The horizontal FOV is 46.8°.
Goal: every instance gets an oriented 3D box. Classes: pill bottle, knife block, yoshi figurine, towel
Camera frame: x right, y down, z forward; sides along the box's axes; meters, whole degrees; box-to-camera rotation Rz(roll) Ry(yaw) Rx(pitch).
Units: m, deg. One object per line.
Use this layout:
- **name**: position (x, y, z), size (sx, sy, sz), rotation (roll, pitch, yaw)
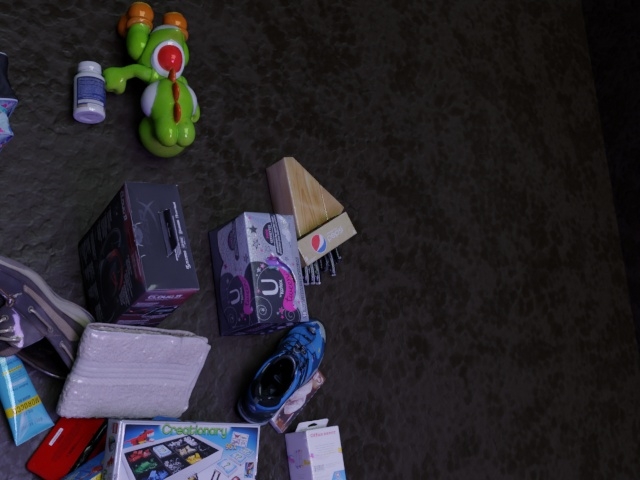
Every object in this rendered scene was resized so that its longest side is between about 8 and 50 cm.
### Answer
- **pill bottle**: position (-0.492, -0.316, 1.573), size (0.067, 0.067, 0.120), rotation (7, 70, -36)
- **knife block**: position (-0.057, -0.030, 1.799), size (0.275, 0.088, 0.242), rotation (44, 52, -19)
- **yoshi figurine**: position (-0.361, -0.334, 1.650), size (0.203, 0.203, 0.362), rotation (58, 16, -62)
- **towel**: position (-0.347, 0.255, 1.411), size (0.282, 0.049, 0.187), rotation (13, 103, -46)

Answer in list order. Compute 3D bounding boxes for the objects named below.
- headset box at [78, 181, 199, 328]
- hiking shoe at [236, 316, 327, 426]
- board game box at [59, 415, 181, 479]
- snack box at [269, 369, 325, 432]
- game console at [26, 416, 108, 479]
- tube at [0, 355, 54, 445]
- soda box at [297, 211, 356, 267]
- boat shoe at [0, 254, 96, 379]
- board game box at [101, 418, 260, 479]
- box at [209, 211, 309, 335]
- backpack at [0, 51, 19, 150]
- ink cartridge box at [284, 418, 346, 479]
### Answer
- **headset box**: position (-0.344, 0.039, 1.396), size (0.110, 0.293, 0.218), rotation (0, 64, -38)
- **hiking shoe**: position (-0.062, 0.278, 1.643), size (0.113, 0.132, 0.304), rotation (35, 52, 2)
- **board game box**: position (-0.338, 0.533, 1.345), size (0.302, 0.086, 0.308), rotation (-30, 104, -42)
- **snack box**: position (-0.060, 0.357, 1.704), size (0.064, 0.022, 0.178), rotation (52, 51, -9)
- **game console**: position (-0.452, 0.403, 1.386), size (0.124, 0.085, 0.144), rotation (25, 54, 7)
- **tube**: position (-0.556, 0.258, 1.337), size (0.080, 0.052, 0.207), rotation (-25, 94, -47)
- **soda box**: position (0.000, 0.000, 1.738), size (0.181, 0.058, 0.061), rotation (-32, 97, -38)
- **boat shoe**: position (-0.524, 0.135, 1.272), size (0.355, 0.132, 0.130), rotation (43, 33, -46)
- **board game box**: position (-0.249, 0.427, 1.348), size (0.305, 0.053, 0.193), rotation (15, 74, -41)
- **box**: position (-0.141, 0.077, 1.646), size (0.142, 0.163, 0.247), rotation (1, 73, -39)
- **backpack**: position (-0.663, -0.220, 1.287), size (0.225, 0.253, 0.191), rotation (-9, 84, -43)
- **ink cartridge box**: position (-0.013, 0.476, 1.653), size (0.092, 0.090, 0.143), rotation (3, 71, -38)
